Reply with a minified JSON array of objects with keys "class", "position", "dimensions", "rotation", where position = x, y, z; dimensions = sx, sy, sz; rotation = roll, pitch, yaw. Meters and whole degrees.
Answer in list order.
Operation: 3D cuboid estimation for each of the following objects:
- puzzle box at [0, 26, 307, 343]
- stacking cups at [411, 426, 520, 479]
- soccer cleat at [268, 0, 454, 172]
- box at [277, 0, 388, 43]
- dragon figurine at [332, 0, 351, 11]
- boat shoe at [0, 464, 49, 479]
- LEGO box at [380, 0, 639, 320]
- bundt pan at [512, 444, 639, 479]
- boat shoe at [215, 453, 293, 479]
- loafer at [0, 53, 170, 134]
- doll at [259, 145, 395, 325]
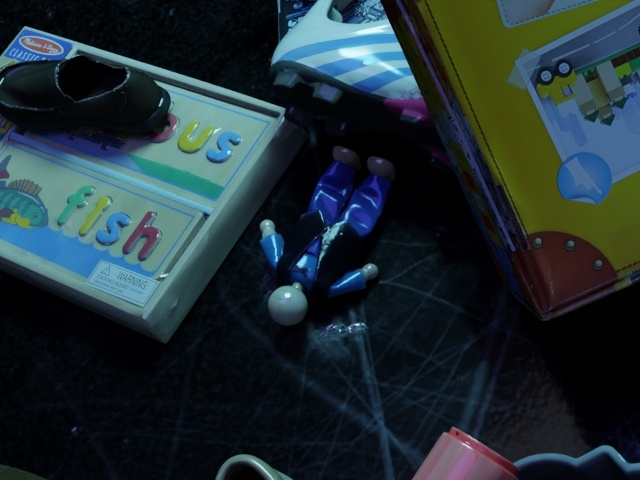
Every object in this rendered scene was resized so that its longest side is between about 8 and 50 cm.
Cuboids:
[{"class":"puzzle box","position":[-0.246,-0.075,1.458],"dimensions":[0.409,0.052,0.272],"rotation":[20,66,32]},{"class":"stacking cups","position":[0.030,0.277,0.951],"dimensions":[0.096,0.096,0.316],"rotation":[27,79,35]},{"class":"soccer cleat","position":[0.111,-0.147,1.289],"dimensions":[0.331,0.116,0.143],"rotation":[22,68,18]},{"class":"box","position":[0.064,-0.236,1.439],"dimensions":[0.220,0.051,0.175],"rotation":[-13,53,13]},{"class":"dragon figurine","position":[0.041,-0.330,1.426],"dimensions":[0.289,0.085,0.144],"rotation":[-27,50,5]},{"class":"boat shoe","position":[-0.226,0.272,1.192],"dimensions":[0.285,0.104,0.089],"rotation":[14,101,35]},{"class":"LEGO box","position":[0.317,-0.215,1.086],"dimensions":[0.500,0.372,0.193],"rotation":[-24,8,1]},{"class":"bundt pan","position":[0.184,0.316,0.922],"dimensions":[0.331,0.124,0.331],"rotation":[-26,45,30]},{"class":"boat shoe","position":[-0.023,0.325,1.050],"dimensions":[0.122,0.110,0.341],"rotation":[-25,51,5]},{"class":"loafer","position":[-0.263,-0.167,1.445],"dimensions":[0.220,0.078,0.080],"rotation":[5,59,25]},{"class":"doll","position":[0.000,0.000,1.305],"dimensions":[0.129,0.046,0.189],"rotation":[18,65,18]}]
